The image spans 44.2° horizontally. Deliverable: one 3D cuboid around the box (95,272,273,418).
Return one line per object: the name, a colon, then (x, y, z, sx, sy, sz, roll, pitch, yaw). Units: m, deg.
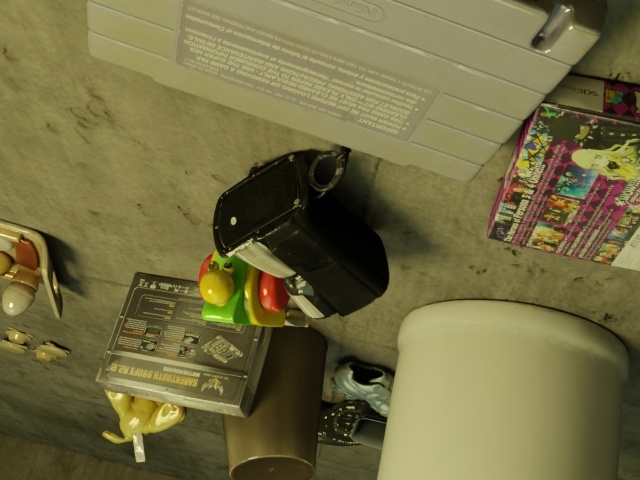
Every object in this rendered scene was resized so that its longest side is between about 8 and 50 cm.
box: (-0.198, 0.155, 1.189, 0.230, 0.183, 0.056, 7, 153, 13)

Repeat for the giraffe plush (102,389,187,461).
giraffe plush: (-0.367, 0.352, 1.713, 0.181, 0.211, 0.170, 10, -178, 2)

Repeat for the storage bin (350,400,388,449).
storage bin: (0.131, 0.331, 1.454, 0.135, 0.091, 0.098, 15, 134, 1)

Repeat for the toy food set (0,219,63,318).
toy food set: (-0.563, 0.035, 1.241, 0.305, 0.093, 0.220, 16, 154, -5)

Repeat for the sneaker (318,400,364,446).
sneaker: (-0.002, 0.386, 1.639, 0.286, 0.109, 0.130, 5, 158, 23)

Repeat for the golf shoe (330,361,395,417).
golf shoe: (0.108, 0.259, 1.375, 0.176, 0.069, 0.086, 18, 148, -10)

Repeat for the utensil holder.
utensil holder: (0.236, 0.320, 1.066, 0.327, 0.386, 0.328, 11, 153, 6)

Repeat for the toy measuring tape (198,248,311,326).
toy measuring tape: (-0.075, 0.058, 1.070, 0.121, 0.122, 0.330, 4, 175, 19)

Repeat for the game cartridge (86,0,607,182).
game cartridge: (-0.001, -0.165, 0.605, 0.354, 0.068, 0.230, 18, 157, -8)

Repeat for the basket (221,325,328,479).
basket: (-0.079, 0.257, 1.232, 0.204, 0.227, 0.154, 19, 136, -24)

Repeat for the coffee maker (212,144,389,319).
coffee maker: (0.000, 0.000, 0.857, 0.171, 0.120, 0.178, -9, 146, 37)

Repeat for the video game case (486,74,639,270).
video game case: (0.275, -0.048, 0.709, 0.210, 0.042, 0.232, 11, 153, 7)

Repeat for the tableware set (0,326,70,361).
tableware set: (-0.646, 0.239, 1.766, 0.141, 0.020, 0.168, 25, 151, -24)
